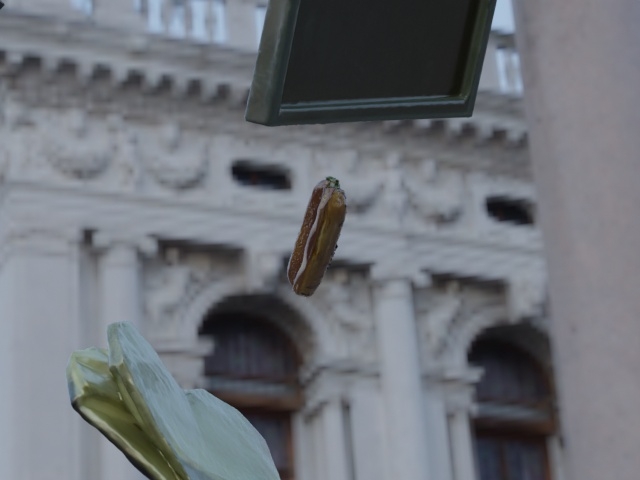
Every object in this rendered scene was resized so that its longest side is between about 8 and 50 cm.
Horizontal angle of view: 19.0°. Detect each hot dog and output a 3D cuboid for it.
[{"bbox_3d":[0.000,0.000,1.696,0.037,0.049,0.122,6,-57,-18],"label":"hot dog"}]

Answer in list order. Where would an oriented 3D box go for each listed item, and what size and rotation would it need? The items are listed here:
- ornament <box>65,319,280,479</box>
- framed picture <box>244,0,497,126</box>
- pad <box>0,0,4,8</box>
[{"bbox_3d":[-0.102,0.162,1.469,0.059,0.180,0.201,-42,-54,12],"label":"ornament"},{"bbox_3d":[0.081,-0.313,1.570,0.028,0.446,0.326,20,15,32],"label":"framed picture"},{"bbox_3d":[-0.265,-0.086,0.934,0.127,0.190,0.004,41,-4,3],"label":"pad"}]
